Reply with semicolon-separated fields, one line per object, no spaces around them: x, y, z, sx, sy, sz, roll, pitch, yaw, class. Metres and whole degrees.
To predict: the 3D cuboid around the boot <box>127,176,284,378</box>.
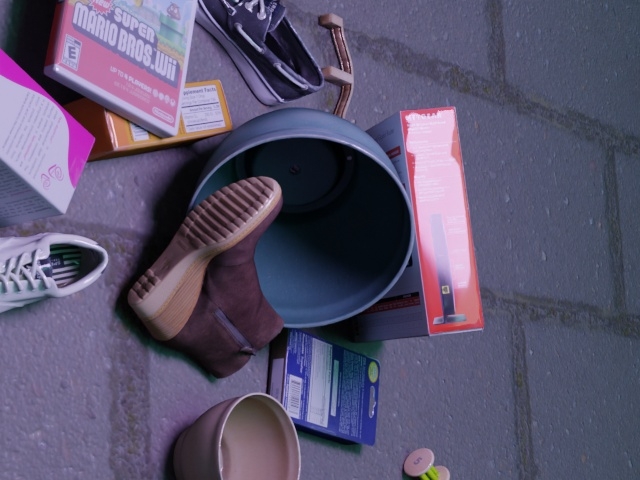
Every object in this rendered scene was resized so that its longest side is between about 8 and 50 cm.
-0.105;0.049;1.815;0.207;0.248;0.090;43;7;-45;boot

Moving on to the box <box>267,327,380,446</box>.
0.007;0.214;2.059;0.225;0.037;0.136;25;62;-47;box

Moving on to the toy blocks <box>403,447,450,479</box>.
0.177;0.415;2.231;0.148;0.054;0.123;53;44;-32;toy blocks

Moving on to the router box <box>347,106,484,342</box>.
0.115;-0.011;2.028;0.082;0.335;0.301;-6;87;-16;router box

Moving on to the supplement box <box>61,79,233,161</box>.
-0.215;-0.152;1.808;0.233;0.078;0.080;-12;89;-55;supplement box

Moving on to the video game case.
-0.229;-0.290;1.729;0.204;0.025;0.285;28;61;-46;video game case

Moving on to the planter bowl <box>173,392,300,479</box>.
-0.116;0.277;1.813;0.162;0.109;0.162;17;69;-52;planter bowl

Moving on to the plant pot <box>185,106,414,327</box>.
-0.030;-0.059;1.901;0.293;0.293;0.196;56;16;-30;plant pot

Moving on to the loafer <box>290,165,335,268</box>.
0.000;0.000;2.057;0.084;0.096;0.267;36;52;-52;loafer

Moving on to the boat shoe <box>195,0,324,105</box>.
-0.096;-0.311;1.985;0.301;0.102;0.108;55;43;-31;boat shoe

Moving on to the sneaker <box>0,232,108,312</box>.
-0.341;0.032;1.577;0.258;0.091;0.094;-23;100;-54;sneaker

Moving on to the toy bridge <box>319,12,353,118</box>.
0.026;-0.251;2.205;0.063;0.026;0.188;15;71;-53;toy bridge

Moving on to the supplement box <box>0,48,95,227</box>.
-0.367;-0.125;1.562;0.220;0.114;0.111;46;47;-37;supplement box
